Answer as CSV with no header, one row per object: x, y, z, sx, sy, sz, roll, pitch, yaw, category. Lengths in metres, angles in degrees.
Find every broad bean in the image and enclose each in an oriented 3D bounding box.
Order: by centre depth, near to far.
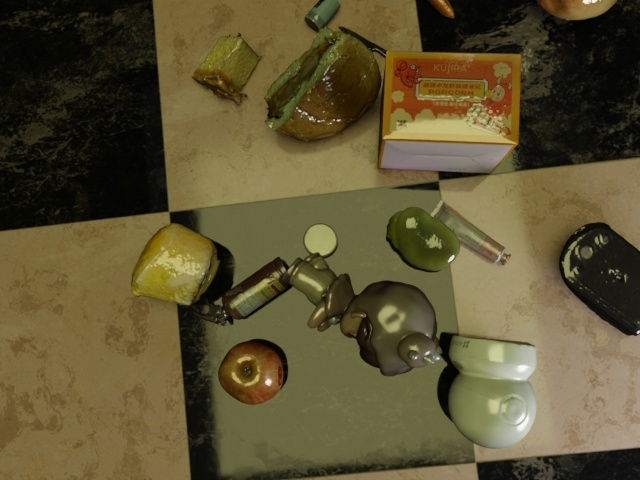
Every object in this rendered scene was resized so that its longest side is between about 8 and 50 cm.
0.238,-0.004,1.441,0.124,0.082,0.174,-45,84,8,broad bean

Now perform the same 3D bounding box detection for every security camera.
0.368,0.331,1.342,0.195,0.194,0.236,6,81,4,security camera

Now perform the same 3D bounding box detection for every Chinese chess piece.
0.000,0.000,1.481,0.084,0.034,0.084,0,83,1,Chinese chess piece

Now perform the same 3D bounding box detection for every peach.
0.589,-0.622,1.423,0.233,0.232,0.232,0,84,3,peach

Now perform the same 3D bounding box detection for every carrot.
0.235,-0.651,1.528,0.271,0.062,0.066,34,54,3,carrot

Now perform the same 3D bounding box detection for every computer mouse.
0.657,0.084,1.398,0.269,0.100,0.170,40,90,2,computer mouse

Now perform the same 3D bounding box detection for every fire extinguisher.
-0.185,0.131,1.470,0.252,0.106,0.075,-35,122,1,fire extinguisher

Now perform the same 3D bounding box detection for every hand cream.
0.355,-0.013,1.459,0.210,0.043,0.067,35,92,12,hand cream

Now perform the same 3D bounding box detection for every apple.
-0.160,0.302,1.408,0.147,0.131,0.146,-1,78,6,apple

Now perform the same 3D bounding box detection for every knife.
0.115,-0.493,1.540,0.170,0.010,0.023,34,81,8,knife

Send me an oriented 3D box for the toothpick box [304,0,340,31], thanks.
0.005,-0.568,1.533,0.052,0.052,0.083,38,86,7,toothpick box

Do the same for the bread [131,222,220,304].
-0.336,0.062,1.424,0.171,0.197,0.197,22,86,-1,bread

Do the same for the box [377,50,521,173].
0.276,-0.283,1.381,0.284,0.259,0.213,2,82,4,box

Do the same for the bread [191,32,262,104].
-0.241,-0.434,1.513,0.152,0.127,0.147,27,86,23,bread

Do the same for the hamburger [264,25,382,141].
0.016,-0.340,1.426,0.309,0.211,0.132,-42,54,37,hamburger

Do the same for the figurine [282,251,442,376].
0.102,0.154,1.371,0.381,0.248,0.203,31,89,15,figurine
